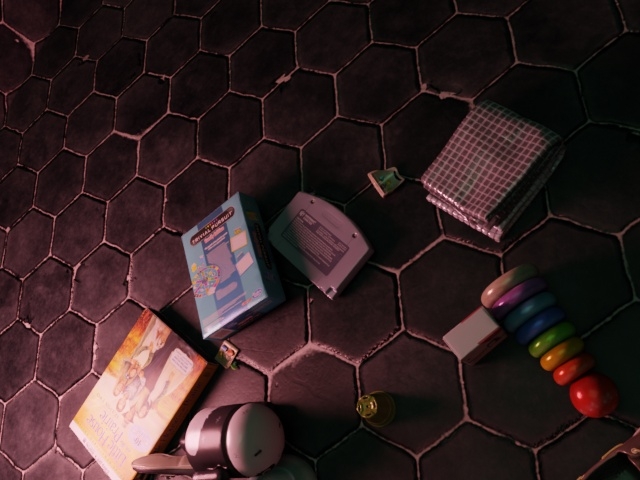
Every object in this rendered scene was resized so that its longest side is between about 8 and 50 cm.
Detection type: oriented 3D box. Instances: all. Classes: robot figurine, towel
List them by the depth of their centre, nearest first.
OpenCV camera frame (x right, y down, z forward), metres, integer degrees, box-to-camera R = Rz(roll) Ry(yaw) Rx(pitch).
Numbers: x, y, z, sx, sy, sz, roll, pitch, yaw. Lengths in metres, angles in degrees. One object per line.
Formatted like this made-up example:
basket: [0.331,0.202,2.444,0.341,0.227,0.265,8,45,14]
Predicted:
towel: [0.402,-0.174,1.397,0.235,0.121,0.284,39,92,33]
robot figurine: [-0.214,0.490,1.428,0.278,0.173,0.209,-18,60,37]

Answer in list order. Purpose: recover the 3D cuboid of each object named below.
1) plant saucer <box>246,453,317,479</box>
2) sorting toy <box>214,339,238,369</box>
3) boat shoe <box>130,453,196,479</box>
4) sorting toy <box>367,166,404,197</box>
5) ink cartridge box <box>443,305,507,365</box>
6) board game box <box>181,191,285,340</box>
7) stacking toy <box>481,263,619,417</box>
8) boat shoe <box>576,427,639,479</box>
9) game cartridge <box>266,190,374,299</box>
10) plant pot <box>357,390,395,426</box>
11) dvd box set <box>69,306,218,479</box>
plant saucer: [-0.103,0.592,1.381,0.194,0.037,0.195,-10,46,11]
sorting toy: [-0.252,0.320,1.618,0.083,0.012,0.062,29,86,33]
boat shoe: [-0.396,0.603,1.532,0.205,0.075,0.065,-2,97,7]
sorting toy: [0.180,-0.158,1.555,0.075,0.045,0.083,-33,59,5]
ink cartridge box: [0.339,0.209,1.272,0.109,0.150,0.063,-42,62,8]
board game box: [-0.251,0.073,1.643,0.253,0.079,0.336,-34,59,26]
stacking toy: [0.481,0.215,1.216,0.141,0.141,0.330,-36,65,12]
boat shoe: [0.590,0.429,1.090,0.324,0.096,0.117,-40,59,9]
game cartridge: [0.000,0.000,1.583,0.294,0.060,0.196,41,96,32]
plant pot: [0.122,0.388,1.359,0.083,0.079,0.084,-9,69,24]
dvd box set: [-0.512,0.445,1.678,0.307,0.062,0.421,32,88,33]
